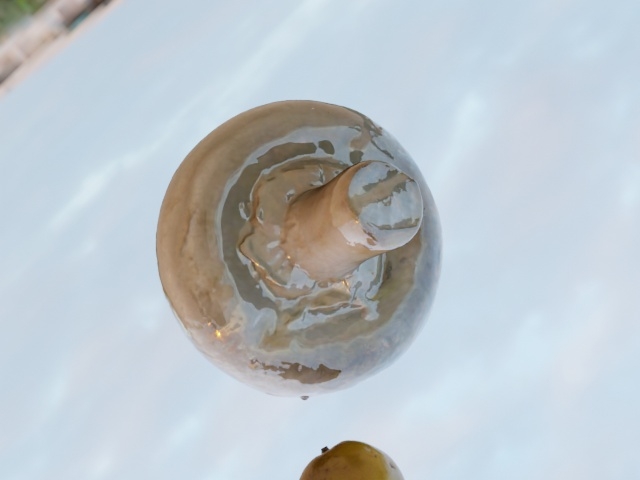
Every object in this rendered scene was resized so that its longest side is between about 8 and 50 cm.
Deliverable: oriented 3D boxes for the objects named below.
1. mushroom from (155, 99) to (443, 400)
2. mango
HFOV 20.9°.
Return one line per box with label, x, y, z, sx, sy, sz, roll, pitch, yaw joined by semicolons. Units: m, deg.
mushroom;0.000;0.000;1.172;0.207;0.207;0.215;-51;-169;-24
mango;0.022;0.186;1.134;0.060;0.080;0.114;123;-35;-58
